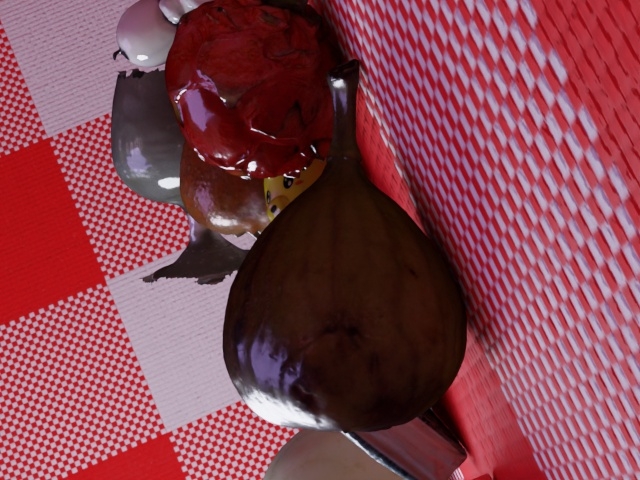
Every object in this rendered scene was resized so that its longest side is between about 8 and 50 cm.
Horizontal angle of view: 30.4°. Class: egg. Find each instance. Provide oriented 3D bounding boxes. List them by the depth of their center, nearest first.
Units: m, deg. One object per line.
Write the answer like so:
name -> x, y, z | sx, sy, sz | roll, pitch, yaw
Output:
egg -> 0.047, 0.396, 1.725 | 0.345, 0.283, 0.283 | 75, 172, -86

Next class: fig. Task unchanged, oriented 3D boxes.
fig -> 0.030, 0.004, 1.018 | 0.217, 0.217, 0.321 | 139, 136, -84

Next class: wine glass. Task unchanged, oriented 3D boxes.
wine glass -> -0.193, -0.106, 1.756 | 0.238, 0.238, 0.323 | -139, 41, -78

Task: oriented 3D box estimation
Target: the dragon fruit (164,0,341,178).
dragon fruit -> -0.059, -0.144, 1.092 | 0.172, 0.172, 0.209 | -120, 17, -54

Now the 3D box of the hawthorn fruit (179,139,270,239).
hawthorn fruit -> -0.098, -0.126, 1.557 | 0.199, 0.199, 0.251 | 161, 103, -85

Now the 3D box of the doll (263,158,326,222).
doll -> 0.006, -0.037, 1.250 | 0.143, 0.135, 0.221 | -37, 67, 51

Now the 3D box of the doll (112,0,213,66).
doll -> -0.165, -0.327, 1.615 | 0.144, 0.208, 0.271 | 49, 143, -13

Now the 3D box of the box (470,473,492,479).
box -> 0.112, 0.482, 1.270 | 0.300, 0.314, 0.312 | 80, 166, -59

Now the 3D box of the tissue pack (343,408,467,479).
tissue pack -> 0.059, 0.199, 1.452 | 0.185, 0.081, 0.257 | 39, -179, -13
